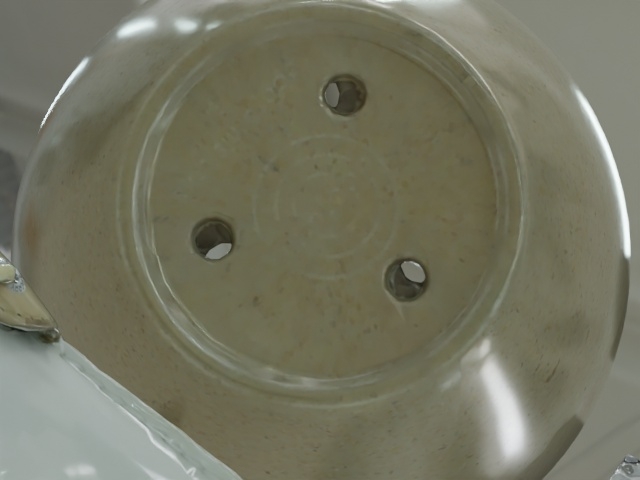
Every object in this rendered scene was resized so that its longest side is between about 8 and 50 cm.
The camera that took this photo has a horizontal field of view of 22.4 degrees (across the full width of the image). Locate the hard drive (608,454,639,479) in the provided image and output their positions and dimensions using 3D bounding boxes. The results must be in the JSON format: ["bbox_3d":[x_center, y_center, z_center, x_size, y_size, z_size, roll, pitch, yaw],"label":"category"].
[{"bbox_3d":[0.269,0.340,1.288,0.237,0.339,0.064,33,-47,18],"label":"hard drive"}]

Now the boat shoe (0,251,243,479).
[{"bbox_3d":[-0.119,0.037,0.369,0.302,0.113,0.103,25,-53,4],"label":"boat shoe"}]

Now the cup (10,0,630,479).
[{"bbox_3d":[0.000,0.000,0.759,0.331,0.331,0.237,58,-3,5],"label":"cup"}]
